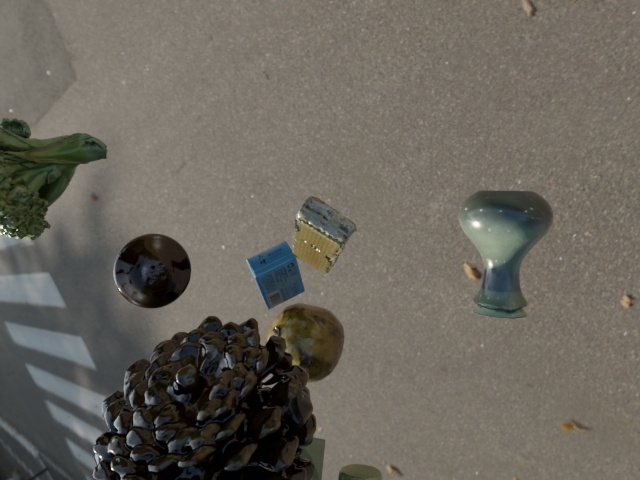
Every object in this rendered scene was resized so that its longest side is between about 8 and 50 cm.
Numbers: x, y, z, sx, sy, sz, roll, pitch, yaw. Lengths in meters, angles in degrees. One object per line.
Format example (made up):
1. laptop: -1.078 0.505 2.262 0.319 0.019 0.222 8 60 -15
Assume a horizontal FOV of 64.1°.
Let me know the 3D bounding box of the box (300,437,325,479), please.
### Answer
1. box: -0.064 0.776 1.608 0.117 0.225 0.225 9 102 2

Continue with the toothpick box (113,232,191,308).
1. toothpick box: -0.460 0.076 1.385 0.294 0.192 0.192 4 118 67

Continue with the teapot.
1. teapot: 0.367 0.025 1.033 0.183 0.183 0.251 7 97 44

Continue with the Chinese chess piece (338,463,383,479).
1. Chinese chess piece: 0.128 0.770 1.645 0.144 0.144 0.059 -4 81 48

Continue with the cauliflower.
1. cauliflower: -0.644 -0.152 1.085 0.260 0.281 0.327 26 133 19

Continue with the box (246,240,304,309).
1. box: -0.143 0.118 1.677 0.083 0.142 0.232 58 168 33

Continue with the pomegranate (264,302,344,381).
1. pomegranate: -0.056 0.349 1.749 0.281 0.281 0.281 25 130 35

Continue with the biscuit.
1. biscuit: 0.000 0.000 1.357 0.143 0.079 0.426 32 167 4

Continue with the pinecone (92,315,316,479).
1. pinecone: -0.189 0.347 0.910 0.397 0.397 0.398 25 130 35
